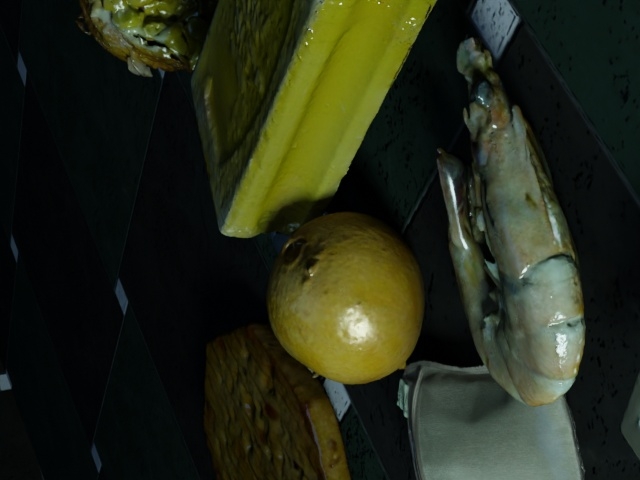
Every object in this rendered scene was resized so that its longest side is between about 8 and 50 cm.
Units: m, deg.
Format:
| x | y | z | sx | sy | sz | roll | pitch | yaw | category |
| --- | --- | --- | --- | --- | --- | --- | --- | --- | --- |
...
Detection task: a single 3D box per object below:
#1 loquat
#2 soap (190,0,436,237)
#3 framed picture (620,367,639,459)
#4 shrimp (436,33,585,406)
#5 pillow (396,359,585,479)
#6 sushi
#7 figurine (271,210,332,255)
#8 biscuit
| x | y | z | sx | sy | sz | roll | pitch | yaw | category |
| --- | --- | --- | --- | --- | --- | --- | --- | --- | --- |
| 0.021 | 0.048 | 1.028 | 0.141 | 0.141 | 0.141 | 40 | 137 | 52 | loquat |
| -0.019 | -0.162 | 1.005 | 0.315 | 0.091 | 0.199 | 118 | 144 | -51 | soap |
| 0.240 | 0.085 | 0.572 | 0.324 | 0.020 | 0.240 | -112 | 30 | -59 | framed picture |
| 0.127 | -0.010 | 0.876 | 0.145 | 0.059 | 0.254 | 148 | 107 | -70 | shrimp |
| 0.127 | 0.153 | 0.972 | 0.233 | 0.038 | 0.130 | -18 | 79 | 62 | pillow |
| -0.189 | -0.301 | 1.288 | 0.179 | 0.167 | 0.296 | 88 | 170 | -71 | sushi |
| 0.000 | 0.000 | 1.141 | 0.086 | 0.082 | 0.094 | 41 | 166 | 28 | figurine |
| -0.045 | 0.257 | 1.380 | 0.359 | 0.046 | 0.359 | 40 | 136 | 53 | biscuit |
